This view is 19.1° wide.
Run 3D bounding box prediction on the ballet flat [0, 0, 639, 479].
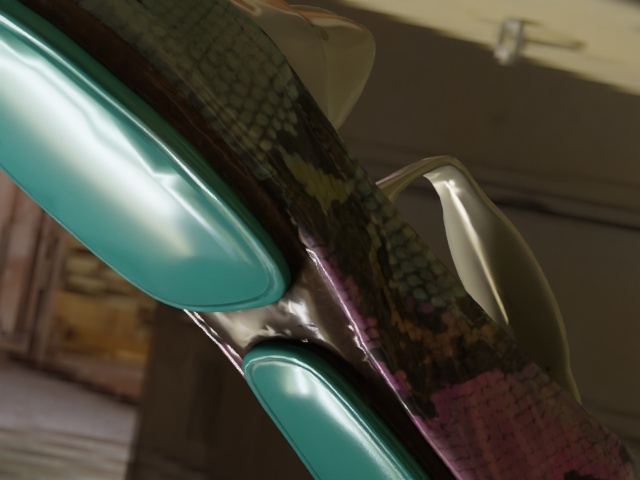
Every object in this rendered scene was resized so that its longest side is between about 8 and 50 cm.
[{"bbox_3d":[0.000,0.000,0.427,0.221,0.079,0.077,49,151,-23],"label":"ballet flat"}]
